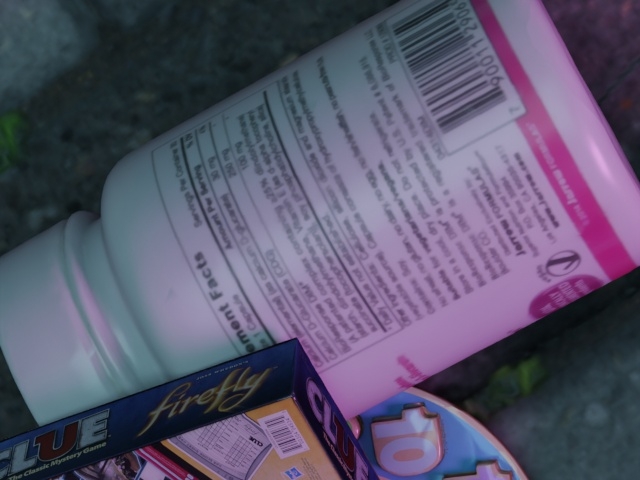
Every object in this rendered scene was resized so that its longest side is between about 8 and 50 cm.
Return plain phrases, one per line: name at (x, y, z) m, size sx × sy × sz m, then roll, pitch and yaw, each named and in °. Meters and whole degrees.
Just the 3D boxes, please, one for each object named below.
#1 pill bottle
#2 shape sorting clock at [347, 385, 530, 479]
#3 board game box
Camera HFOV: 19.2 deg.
pill bottle at (0.000, 0.000, 0.880) m, size 0.283 × 0.160 × 0.160 m, roll -28°, pitch 88°, yaw 10°
shape sorting clock at (0.017, 0.170, 0.946) m, size 0.206 × 0.040 × 0.206 m, roll 0°, pitch 93°, yaw 9°
board game box at (-0.033, 0.169, 0.864) m, size 0.165 × 0.042 × 0.243 m, roll -20°, pitch 121°, yaw 15°
